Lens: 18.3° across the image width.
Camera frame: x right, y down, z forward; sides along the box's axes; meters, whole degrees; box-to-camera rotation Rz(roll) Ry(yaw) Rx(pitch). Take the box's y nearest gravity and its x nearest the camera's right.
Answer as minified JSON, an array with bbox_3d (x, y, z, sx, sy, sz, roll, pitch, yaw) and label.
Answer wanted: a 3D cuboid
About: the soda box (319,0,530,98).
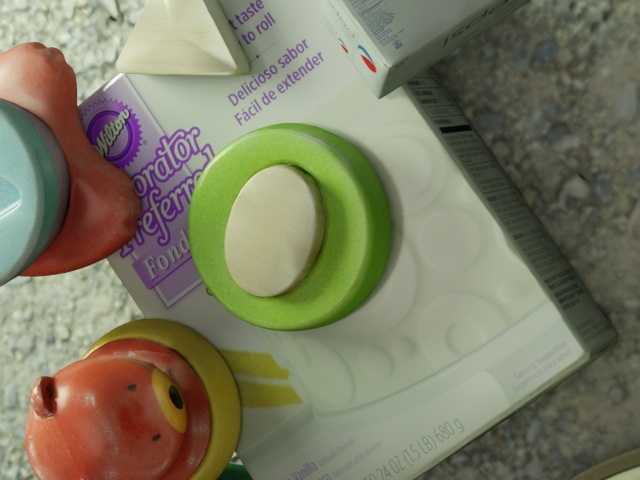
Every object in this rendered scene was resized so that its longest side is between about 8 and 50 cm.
[{"bbox_3d":[0.106,-0.178,1.204,0.216,0.074,0.069,-33,82,-9],"label":"soda box"}]

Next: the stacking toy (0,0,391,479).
[{"bbox_3d":[-0.128,-0.005,1.226,0.279,0.130,0.309,-40,81,21],"label":"stacking toy"}]

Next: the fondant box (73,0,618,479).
[{"bbox_3d":[0.000,0.000,1.298,0.238,0.096,0.330,-37,81,20],"label":"fondant box"}]

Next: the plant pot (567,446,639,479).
[{"bbox_3d":[0.212,0.260,1.086,0.334,0.305,0.334,-3,79,13],"label":"plant pot"}]

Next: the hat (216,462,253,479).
[{"bbox_3d":[-0.099,0.275,1.386,0.173,0.208,0.183,34,151,-7],"label":"hat"}]
